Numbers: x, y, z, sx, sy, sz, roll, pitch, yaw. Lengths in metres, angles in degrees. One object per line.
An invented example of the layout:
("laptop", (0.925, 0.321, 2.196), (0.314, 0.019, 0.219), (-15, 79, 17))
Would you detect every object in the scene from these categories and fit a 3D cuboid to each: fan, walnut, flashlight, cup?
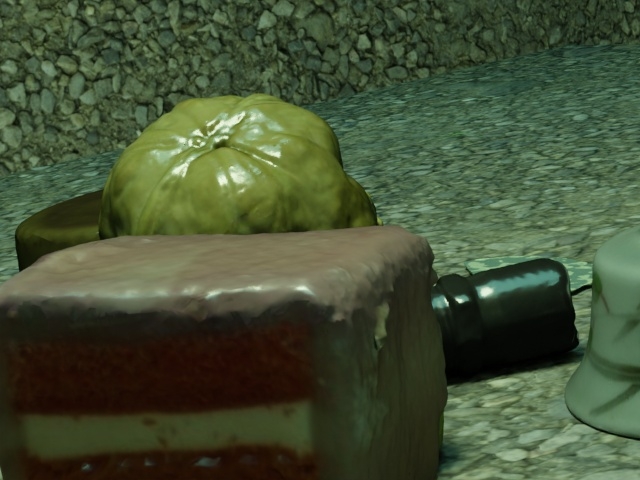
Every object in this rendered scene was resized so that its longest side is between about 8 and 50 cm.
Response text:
("fan", (0.240, 0.037, 2.153), (0.131, 0.009, 0.240), (-13, 12, -22))
("walnut", (-0.075, -0.006, 1.923), (0.282, 0.277, 0.253), (-11, 43, 23))
("flashlight", (0.033, 0.103, 1.793), (0.424, 0.103, 0.103), (-12, 11, -7))
("cup", (0.370, 0.043, 1.629), (0.347, 0.163, 0.347), (-10, 11, 2))

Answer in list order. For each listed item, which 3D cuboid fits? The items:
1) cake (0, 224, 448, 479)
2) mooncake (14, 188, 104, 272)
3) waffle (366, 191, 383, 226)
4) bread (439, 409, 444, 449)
("cake", (-0.072, 0.116, 1.415), (0.309, 0.237, 0.230), (-2, 13, 24))
("mooncake", (-0.202, 0.025, 2.191), (0.284, 0.155, 0.284), (-9, 14, 2))
("waffle", (0.000, 0.000, 2.086), (0.192, 0.160, 0.046), (6, 36, 20))
("bread", (0.042, 0.130, 1.561), (0.129, 0.114, 0.111), (-9, 12, -3))
